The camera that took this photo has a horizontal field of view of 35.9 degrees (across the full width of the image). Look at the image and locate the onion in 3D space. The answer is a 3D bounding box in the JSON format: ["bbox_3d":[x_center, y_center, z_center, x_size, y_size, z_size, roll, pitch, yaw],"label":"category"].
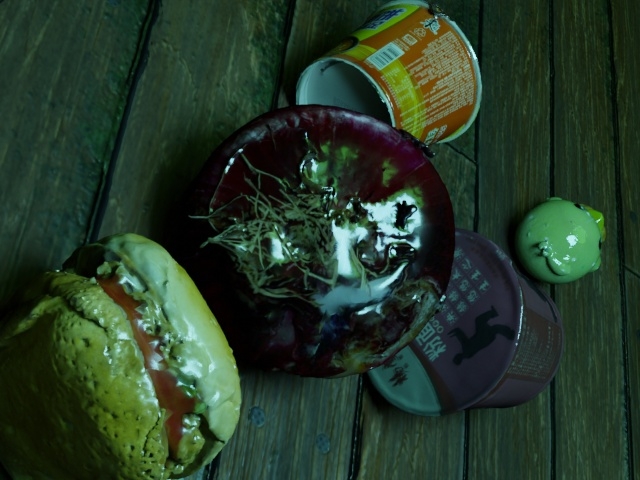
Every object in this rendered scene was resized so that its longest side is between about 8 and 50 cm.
[{"bbox_3d":[0.000,0.000,1.100,0.314,0.232,0.313,0,90,-3],"label":"onion"}]

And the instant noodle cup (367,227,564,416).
[{"bbox_3d":[0.190,0.116,1.254,0.178,0.235,0.234,21,57,-48],"label":"instant noodle cup"}]

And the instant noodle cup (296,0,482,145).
[{"bbox_3d":[0.080,-0.193,1.304,0.174,0.213,0.213,-35,97,-39],"label":"instant noodle cup"}]

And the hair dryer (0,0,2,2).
[{"bbox_3d":[-0.346,-0.277,1.045,0.079,0.031,0.083,31,60,-18],"label":"hair dryer"}]

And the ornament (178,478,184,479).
[{"bbox_3d":[-0.131,0.283,0.957,0.075,0.081,0.156,-16,79,-42],"label":"ornament"}]

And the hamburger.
[{"bbox_3d":[-0.184,0.121,0.873,0.163,0.244,0.244,-26,91,-51],"label":"hamburger"}]

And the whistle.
[{"bbox_3d":[0.410,-0.015,1.585,0.294,0.141,0.141,-23,89,-48],"label":"whistle"}]
